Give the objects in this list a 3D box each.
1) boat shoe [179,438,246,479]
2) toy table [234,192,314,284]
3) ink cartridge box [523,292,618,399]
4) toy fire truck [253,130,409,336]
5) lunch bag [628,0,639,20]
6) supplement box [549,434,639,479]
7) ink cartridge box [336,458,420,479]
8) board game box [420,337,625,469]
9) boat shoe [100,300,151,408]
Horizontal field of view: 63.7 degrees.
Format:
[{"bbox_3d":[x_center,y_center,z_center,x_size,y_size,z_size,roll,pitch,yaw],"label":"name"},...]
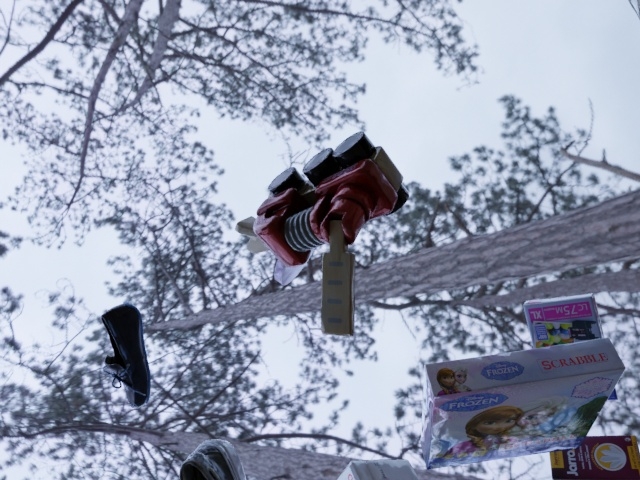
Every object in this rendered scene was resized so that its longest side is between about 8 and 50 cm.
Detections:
[{"bbox_3d":[-0.156,0.511,0.863,0.335,0.121,0.119,61,-162,13],"label":"boat shoe"},{"bbox_3d":[-0.101,-0.027,1.416,0.161,0.274,0.252,36,-159,15],"label":"toy table"},{"bbox_3d":[0.712,0.316,1.469,0.065,0.186,0.310,-17,-88,-57],"label":"ink cartridge box"},{"bbox_3d":[0.000,0.000,0.725,0.158,0.217,0.246,51,-136,-22],"label":"toy fire truck"},{"bbox_3d":[0.451,-0.237,0.549,0.235,0.169,0.286,-6,-107,-57],"label":"lunch bag"},{"bbox_3d":[0.631,0.514,1.182,0.080,0.188,0.104,58,-148,-35],"label":"supplement box"},{"bbox_3d":[0.122,0.700,1.252,0.197,0.270,0.198,15,-153,-34],"label":"ink cartridge box"},{"bbox_3d":[0.352,0.316,0.961,0.319,0.317,0.065,-9,-135,1],"label":"board game box"},{"bbox_3d":[-0.456,0.268,1.178,0.089,0.109,0.258,-17,-75,-43],"label":"boat shoe"}]
